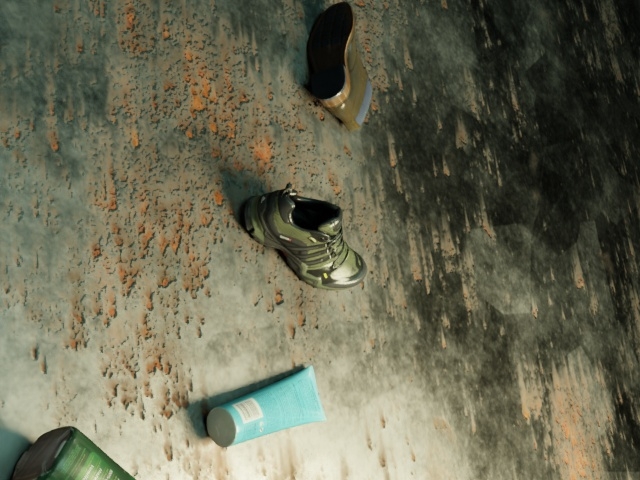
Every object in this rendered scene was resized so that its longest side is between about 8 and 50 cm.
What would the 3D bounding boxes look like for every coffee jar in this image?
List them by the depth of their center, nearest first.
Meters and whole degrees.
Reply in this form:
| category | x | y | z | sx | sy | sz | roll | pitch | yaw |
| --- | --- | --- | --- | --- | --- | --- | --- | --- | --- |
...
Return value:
| category | x | y | z | sx | sy | sz | roll | pitch | yaw |
| --- | --- | --- | --- | --- | --- | --- | --- | --- | --- |
| coffee jar | -0.241 | 0.288 | 1.081 | 0.184 | 0.096 | 0.079 | 45 | 47 | -23 |

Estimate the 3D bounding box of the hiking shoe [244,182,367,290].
| category | x | y | z | sx | sy | sz | roll | pitch | yaw |
| --- | --- | --- | --- | --- | --- | --- | --- | --- | --- |
| hiking shoe | 0.000 | 0.000 | 1.421 | 0.227 | 0.114 | 0.086 | 33 | 54 | -32 |

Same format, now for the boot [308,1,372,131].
| category | x | y | z | sx | sy | sz | roll | pitch | yaw |
| --- | --- | --- | --- | --- | --- | --- | --- | --- | --- |
| boot | 0.035 | -0.284 | 1.615 | 0.106 | 0.082 | 0.219 | 52 | 37 | -49 |

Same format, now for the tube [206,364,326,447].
| category | x | y | z | sx | sy | sz | roll | pitch | yaw |
| --- | --- | --- | --- | --- | --- | --- | --- | --- | --- |
| tube | -0.063 | 0.226 | 1.323 | 0.207 | 0.052 | 0.080 | -8 | 86 | -52 |
